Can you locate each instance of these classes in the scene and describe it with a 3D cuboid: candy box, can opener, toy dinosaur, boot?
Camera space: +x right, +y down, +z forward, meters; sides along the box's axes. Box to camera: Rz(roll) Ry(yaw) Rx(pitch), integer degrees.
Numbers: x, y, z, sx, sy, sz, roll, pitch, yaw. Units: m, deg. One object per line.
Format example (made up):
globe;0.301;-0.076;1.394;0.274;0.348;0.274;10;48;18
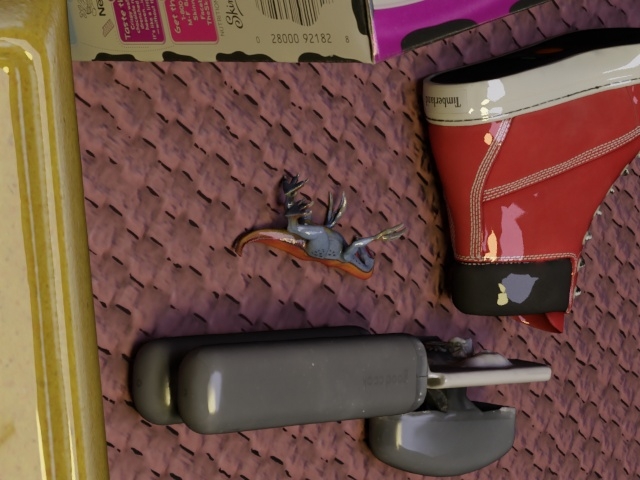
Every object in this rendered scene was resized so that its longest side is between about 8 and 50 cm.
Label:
candy box;-0.013;-0.132;0.788;0.159;0.233;0.071;-24;111;-42
can opener;0.022;0.097;0.960;0.283;0.076;0.095;-1;94;-44
toy dinosaur;0.000;0.000;0.969;0.090;0.047;0.082;-30;130;-3
boot;0.171;-0.040;1.092;0.244;0.088;0.176;-19;108;-34

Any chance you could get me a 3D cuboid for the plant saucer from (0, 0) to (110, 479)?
plant saucer;-0.217;0.040;0.665;0.333;0.081;0.332;-8;96;-37
